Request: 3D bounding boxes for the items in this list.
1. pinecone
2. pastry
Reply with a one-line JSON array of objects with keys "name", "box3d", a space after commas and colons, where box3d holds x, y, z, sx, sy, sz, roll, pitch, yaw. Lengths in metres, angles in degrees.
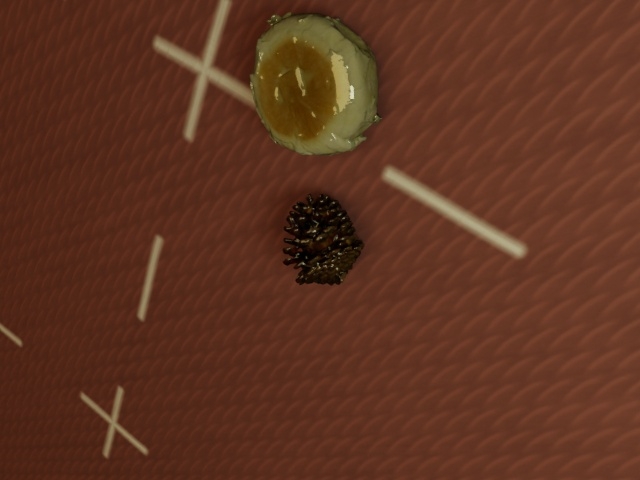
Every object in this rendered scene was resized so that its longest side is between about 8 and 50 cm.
[{"name": "pinecone", "box3d": [0.004, -0.001, 0.743, 0.102, 0.102, 0.109, -7, 76, 32]}, {"name": "pastry", "box3d": [-0.009, -0.169, 0.687, 0.166, 0.088, 0.165, 10, 109, 29]}]
